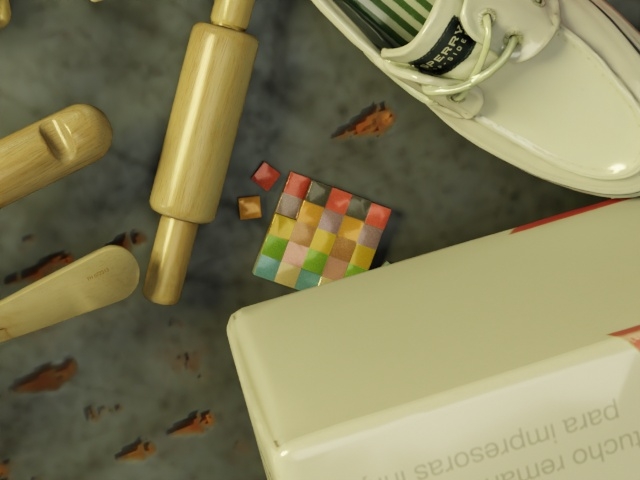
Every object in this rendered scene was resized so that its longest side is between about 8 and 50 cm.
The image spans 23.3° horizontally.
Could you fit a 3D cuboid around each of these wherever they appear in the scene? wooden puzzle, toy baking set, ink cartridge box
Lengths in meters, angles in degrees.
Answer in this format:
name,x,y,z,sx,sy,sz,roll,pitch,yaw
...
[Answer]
name,x,y,z,sx,sy,sz,roll,pitch,yaw
wooden puzzle,0.000,0.000,0.698,0.083,0.006,0.049,20,95,-12
toy baking set,-0.123,-0.045,0.633,0.196,0.030,0.256,7,99,-29
ink cartridge box,0.148,0.188,0.654,0.279,0.160,0.385,-17,107,-5

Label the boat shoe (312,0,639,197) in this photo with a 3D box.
name,x,y,z,sx,sy,sz,roll,pitch,yaw
boat shoe,0.051,-0.086,0.636,0.226,0.076,0.083,35,117,2
